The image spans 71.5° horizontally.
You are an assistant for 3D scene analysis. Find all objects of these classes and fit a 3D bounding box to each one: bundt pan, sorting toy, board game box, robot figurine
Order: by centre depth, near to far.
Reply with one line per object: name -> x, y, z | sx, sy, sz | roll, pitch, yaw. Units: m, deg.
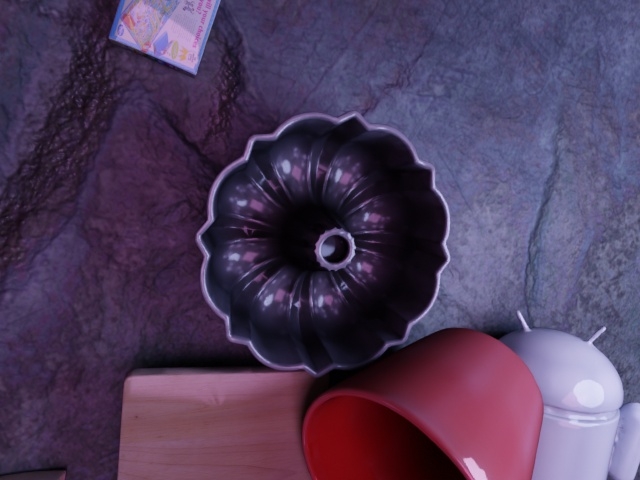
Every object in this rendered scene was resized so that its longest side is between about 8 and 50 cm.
board game box -> -0.177, -0.292, 0.536 | 0.104, 0.026, 0.154 | 19, 93, -20
bundt pan -> 0.000, 0.000, 0.594 | 0.331, 0.124, 0.330 | -3, 101, -17
sorting toy -> -0.136, 0.286, 0.616 | 0.257, 0.089, 0.255 | 5, 98, -18
robot figurine -> 0.358, 0.295, 0.719 | 0.300, 0.200, 0.353 | 7, 98, 9

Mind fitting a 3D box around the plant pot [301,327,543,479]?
plant pot -> 0.153, 0.253, 0.580 | 0.243, 0.275, 0.274 | -25, 108, -43

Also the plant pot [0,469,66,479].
plant pot -> -0.393, 0.354, 0.541 | 0.096, 0.109, 0.109 | 12, 95, -6
